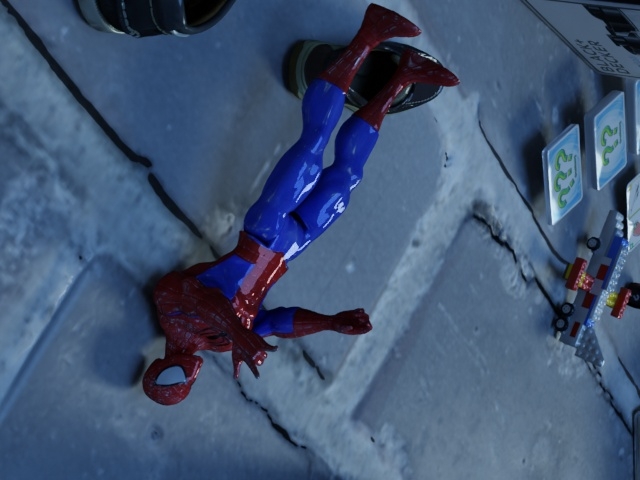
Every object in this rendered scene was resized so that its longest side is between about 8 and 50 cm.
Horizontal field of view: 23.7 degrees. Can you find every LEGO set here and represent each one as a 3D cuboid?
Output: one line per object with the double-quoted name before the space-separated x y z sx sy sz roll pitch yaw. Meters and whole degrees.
"LEGO set" 0.266 -0.013 1.336 0.182 0.060 0.244 -38 134 -36

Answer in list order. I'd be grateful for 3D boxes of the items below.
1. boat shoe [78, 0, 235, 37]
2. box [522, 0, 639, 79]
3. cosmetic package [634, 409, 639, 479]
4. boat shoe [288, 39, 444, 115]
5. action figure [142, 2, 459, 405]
"boat shoe" -0.041 -0.191 0.900 0.233 0.079 0.084 -47 131 -35
"box" 0.318 -0.181 1.176 0.169 0.290 0.087 29 78 -52
"cosmetic package" 0.448 0.194 1.579 0.309 0.113 0.160 -30 122 -44
"boat shoe" 0.042 -0.109 1.044 0.152 0.049 0.056 -7 107 -49
"action figure" 0.000 0.000 0.928 0.280 0.139 0.091 -52 137 -4
